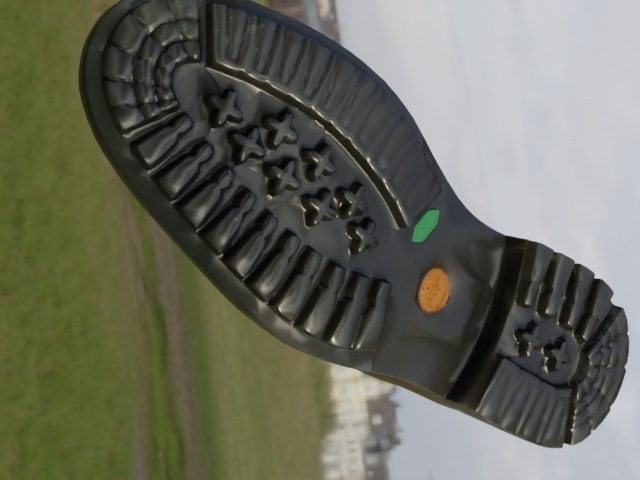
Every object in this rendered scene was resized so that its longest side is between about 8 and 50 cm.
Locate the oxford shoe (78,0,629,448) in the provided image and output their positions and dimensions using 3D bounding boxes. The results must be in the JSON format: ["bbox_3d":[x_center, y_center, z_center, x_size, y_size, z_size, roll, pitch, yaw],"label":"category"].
[{"bbox_3d":[0.000,0.000,0.438,0.227,0.082,0.096,40,-16,-35],"label":"oxford shoe"}]
